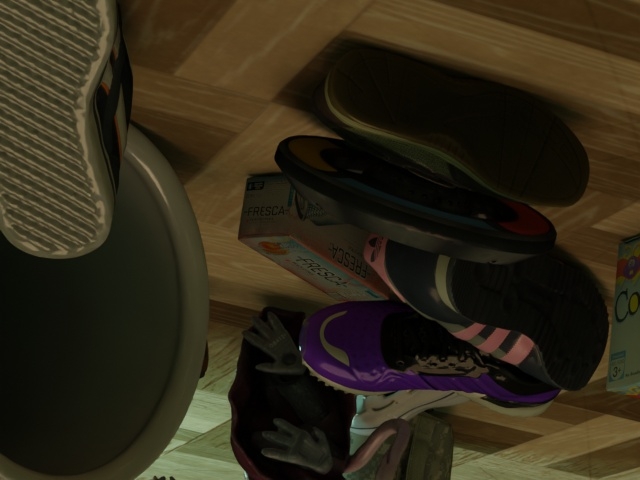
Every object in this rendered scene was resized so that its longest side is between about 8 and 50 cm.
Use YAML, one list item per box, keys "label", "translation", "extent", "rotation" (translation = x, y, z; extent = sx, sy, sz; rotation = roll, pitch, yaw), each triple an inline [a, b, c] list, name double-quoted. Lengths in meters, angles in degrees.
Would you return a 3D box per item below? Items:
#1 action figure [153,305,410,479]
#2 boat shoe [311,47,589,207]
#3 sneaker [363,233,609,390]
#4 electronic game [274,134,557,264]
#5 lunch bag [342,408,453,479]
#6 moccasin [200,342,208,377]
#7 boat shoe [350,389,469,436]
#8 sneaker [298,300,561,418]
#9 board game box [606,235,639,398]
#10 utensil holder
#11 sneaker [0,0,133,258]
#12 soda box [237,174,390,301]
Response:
- label: "action figure"
  translation: [-0.022, 0.237, 2.175]
  extent: [0.276, 0.248, 0.370]
  rotation: [21, 149, 13]
- label: "boat shoe"
  translation: [0.097, -0.082, 1.468]
  extent: [0.224, 0.080, 0.073]
  rotation: [20, 166, -20]
- label: "sneaker"
  translation: [0.162, 0.050, 1.822]
  extent: [0.131, 0.112, 0.319]
  rotation: [16, 167, 38]
- label: "electronic game"
  translation: [0.075, -0.036, 1.514]
  extent: [0.229, 0.048, 0.229]
  rotation: [17, -168, -4]
- label: "lunch bag"
  translation: [0.058, 0.355, 2.449]
  extent: [0.213, 0.305, 0.256]
  rotation: [14, 165, -24]
- label: "moccasin"
  translation: [-0.284, 0.108, 2.136]
  extent: [0.139, 0.147, 0.380]
  rotation: [6, 165, -44]
- label: "boat shoe"
  translation: [0.088, 0.160, 2.217]
  extent: [0.076, 0.083, 0.226]
  rotation: [33, 140, -28]
- label: "sneaker"
  translation: [0.130, 0.102, 1.983]
  extent: [0.293, 0.102, 0.146]
  rotation: [9, 157, -14]
- label: "board game box"
  translation: [0.411, 0.087, 1.720]
  extent: [0.275, 0.142, 0.144]
  rotation: [16, 160, -22]
- label: "utensil holder"
  translation: [-0.343, 0.057, 1.696]
  extent: [0.386, 0.327, 0.328]
  rotation: [-4, 158, 40]
- label: "sneaker"
  translation: [-0.200, -0.139, 1.376]
  extent: [0.126, 0.127, 0.321]
  rotation: [3, 137, -2]
- label: "soda box"
  translation: [0.000, 0.000, 1.769]
  extent: [0.058, 0.063, 0.183]
  rotation: [-3, 159, 31]
